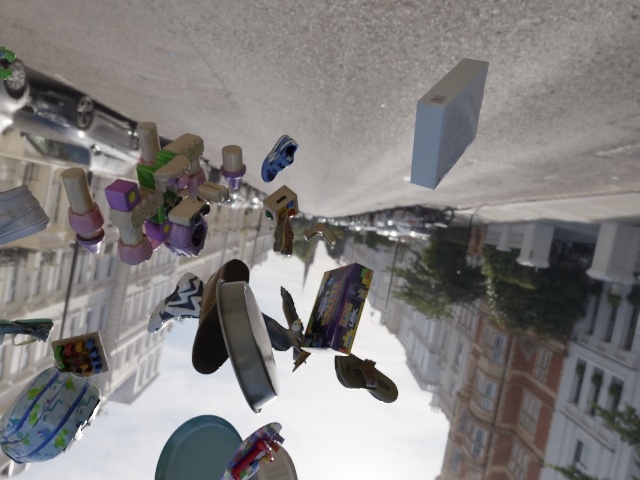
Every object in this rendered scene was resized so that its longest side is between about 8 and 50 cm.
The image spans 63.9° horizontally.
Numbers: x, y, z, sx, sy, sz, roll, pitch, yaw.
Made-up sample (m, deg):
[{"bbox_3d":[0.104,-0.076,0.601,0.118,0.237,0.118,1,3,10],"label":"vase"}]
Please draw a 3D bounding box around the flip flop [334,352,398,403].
[{"bbox_3d":[0.139,0.379,1.445,0.277,0.112,0.080,36,127,-29],"label":"flip flop"}]

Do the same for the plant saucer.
[{"bbox_3d":[-0.333,0.663,1.460,0.317,0.318,0.043,13,162,32],"label":"plant saucer"}]

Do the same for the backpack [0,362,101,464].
[{"bbox_3d":[-0.792,0.508,1.507,0.355,0.290,0.273,-6,128,43],"label":"backpack"}]

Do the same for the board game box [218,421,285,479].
[{"bbox_3d":[-0.128,0.432,0.999,0.033,0.169,0.133,35,-170,30],"label":"board game box"}]

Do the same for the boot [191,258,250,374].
[{"bbox_3d":[-0.270,0.200,1.326,0.112,0.306,0.115,34,144,-31],"label":"boot"}]

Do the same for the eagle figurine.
[{"bbox_3d":[-0.134,0.365,2.132,0.298,0.225,0.226,40,-165,15],"label":"eagle figurine"}]

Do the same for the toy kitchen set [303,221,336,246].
[{"bbox_3d":[0.000,0.000,1.706,0.083,0.075,0.068,51,169,20],"label":"toy kitchen set"}]

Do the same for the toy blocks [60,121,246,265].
[{"bbox_3d":[-0.307,-0.049,1.058,0.308,0.260,0.289,16,-140,16],"label":"toy blocks"}]

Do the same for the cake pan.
[{"bbox_3d":[-0.148,0.215,1.088,0.054,0.294,0.293,-17,-176,-2],"label":"cake pan"}]

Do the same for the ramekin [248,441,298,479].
[{"bbox_3d":[-0.199,0.731,1.500,0.272,0.273,0.127,14,178,43],"label":"ramekin"}]

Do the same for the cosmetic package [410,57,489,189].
[{"bbox_3d":[0.417,-0.381,1.656,0.097,0.285,0.377,20,-135,27],"label":"cosmetic package"}]

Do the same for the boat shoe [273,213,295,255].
[{"bbox_3d":[-0.118,-0.015,1.724,0.060,0.064,0.178,30,-144,-23],"label":"boat shoe"}]

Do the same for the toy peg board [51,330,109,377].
[{"bbox_3d":[-0.855,0.427,1.821,0.160,0.161,0.079,-11,-160,-11],"label":"toy peg board"}]

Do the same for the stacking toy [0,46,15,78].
[{"bbox_3d":[-0.813,-0.391,1.158,0.221,0.052,0.167,-8,-142,-21],"label":"stacking toy"}]

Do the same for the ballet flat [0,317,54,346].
[{"bbox_3d":[-0.688,0.204,1.139,0.070,0.070,0.188,13,180,40],"label":"ballet flat"}]

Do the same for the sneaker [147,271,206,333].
[{"bbox_3d":[-0.415,0.223,1.589,0.153,0.235,0.094,37,-176,-25],"label":"sneaker"}]

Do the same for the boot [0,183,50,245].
[{"bbox_3d":[-0.773,-0.044,1.182,0.258,0.124,0.095,-23,-158,-10],"label":"boot"}]

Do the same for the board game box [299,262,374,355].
[{"bbox_3d":[0.030,0.137,1.006,0.048,0.170,0.141,25,159,-18],"label":"board game box"}]

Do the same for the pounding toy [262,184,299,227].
[{"bbox_3d":[-0.145,-0.100,1.886,0.100,0.141,0.130,39,155,25],"label":"pounding toy"}]

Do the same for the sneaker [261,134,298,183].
[{"bbox_3d":[-0.110,-0.218,1.396,0.059,0.144,0.053,32,-176,35],"label":"sneaker"}]
